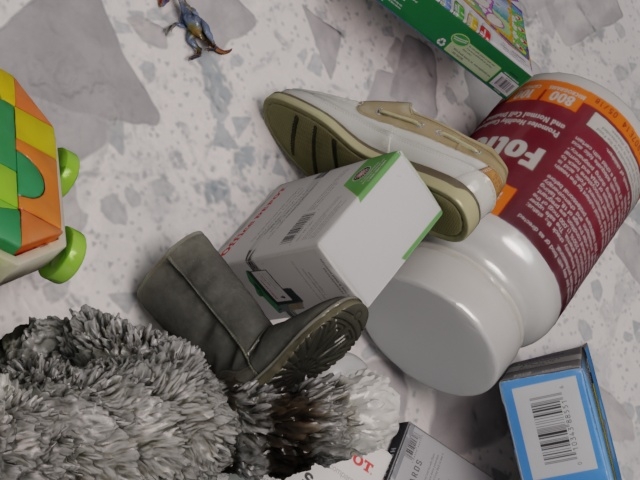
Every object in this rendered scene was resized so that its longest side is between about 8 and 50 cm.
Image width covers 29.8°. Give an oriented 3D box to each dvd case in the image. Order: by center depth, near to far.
[{"bbox_3d":[0.157,0.355,1.463,0.238,0.029,0.179,36,62,-23],"label":"dvd case"}]

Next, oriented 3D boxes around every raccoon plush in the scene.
[{"bbox_3d":[-0.146,0.158,0.996,0.446,0.299,0.216,-16,95,-3],"label":"raccoon plush"}]

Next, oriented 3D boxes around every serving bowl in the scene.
[{"bbox_3d":[0.032,0.171,1.417,0.083,0.027,0.083,8,75,-34],"label":"serving bowl"}]

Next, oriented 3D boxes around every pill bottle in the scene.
[{"bbox_3d":[0.228,-0.011,1.474,0.224,0.224,0.392,51,56,-15],"label":"pill bottle"}]

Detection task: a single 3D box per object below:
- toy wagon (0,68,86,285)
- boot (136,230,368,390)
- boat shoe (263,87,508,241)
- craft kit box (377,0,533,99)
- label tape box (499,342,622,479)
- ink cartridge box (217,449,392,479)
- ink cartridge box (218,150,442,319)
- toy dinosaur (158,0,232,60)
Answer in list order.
[{"bbox_3d":[-0.329,-0.052,1.089,0.267,0.068,0.344,31,30,-38],"label":"toy wagon"},{"bbox_3d":[-0.074,0.065,1.235,0.189,0.208,0.076,-39,142,2],"label":"boot"},{"bbox_3d":[0.072,-0.103,1.379,0.302,0.113,0.103,31,57,25],"label":"boat shoe"},{"bbox_3d":[0.159,-0.332,1.539,0.250,0.061,0.247,32,33,-25],"label":"craft kit box"},{"bbox_3d":[0.313,0.267,1.518,0.333,0.105,0.241,2,75,-77],"label":"label tape box"},{"bbox_3d":[-0.072,0.295,1.262,0.198,0.114,0.273,38,61,-22],"label":"ink cartridge box"},{"bbox_3d":[0.000,0.000,1.316,0.093,0.219,0.160,52,57,-18],"label":"ink cartridge box"},{"bbox_3d":[-0.153,-0.251,1.388,0.082,0.047,0.090,68,20,8],"label":"toy dinosaur"}]
